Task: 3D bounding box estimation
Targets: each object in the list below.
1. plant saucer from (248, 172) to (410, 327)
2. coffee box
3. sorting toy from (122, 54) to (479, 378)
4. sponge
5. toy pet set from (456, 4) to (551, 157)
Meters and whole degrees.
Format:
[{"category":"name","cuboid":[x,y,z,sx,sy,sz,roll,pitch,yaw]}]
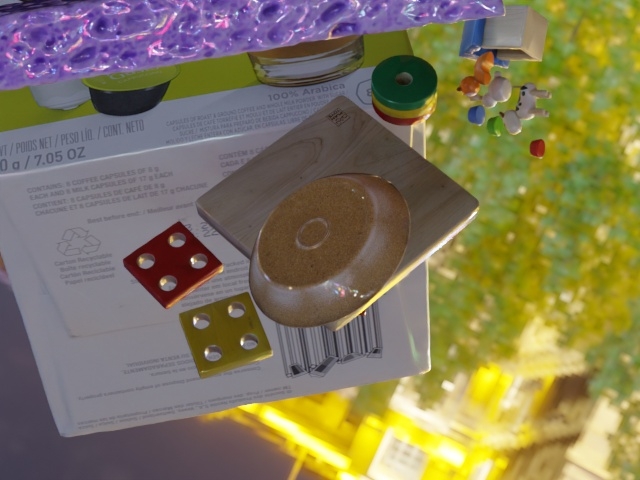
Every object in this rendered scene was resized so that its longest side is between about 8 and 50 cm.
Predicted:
[{"category":"plant saucer","cuboid":[0.000,0.000,0.676,0.083,0.083,0.015,37,173,46]},{"category":"coffee box","cuboid":[-0.099,-0.084,1.300,0.337,0.338,0.334,-9,-131,-3]},{"category":"sorting toy","cuboid":[0.005,-0.007,0.978,0.132,0.274,0.046,40,154,26]},{"category":"sponge","cuboid":[-0.035,-0.091,0.593,0.210,0.031,0.117,-8,-168,5]},{"category":"toy pet set","cuboid":[0.130,-0.132,1.177,0.065,0.114,0.122,6,171,34]}]
